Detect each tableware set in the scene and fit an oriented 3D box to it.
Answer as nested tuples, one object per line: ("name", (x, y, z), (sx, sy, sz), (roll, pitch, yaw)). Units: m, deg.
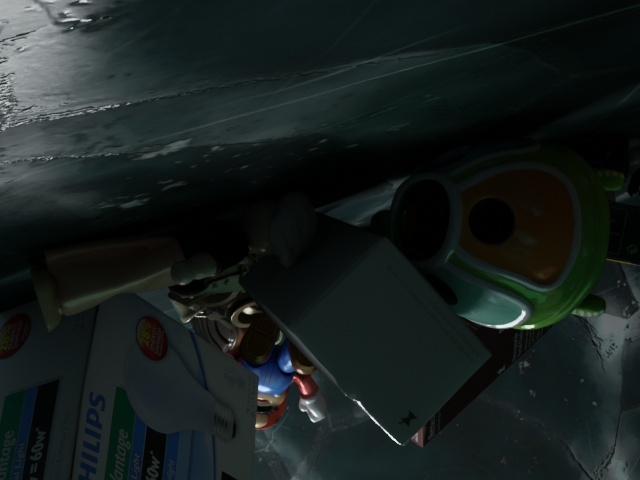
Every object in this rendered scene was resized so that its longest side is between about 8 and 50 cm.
("tableware set", (-0.136, 0.099, 1.813), (0.128, 0.039, 0.194), (-33, 146, 15))

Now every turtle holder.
("turtle holder", (0.196, -0.025, 1.409), (0.227, 0.243, 0.320), (6, -158, -31))

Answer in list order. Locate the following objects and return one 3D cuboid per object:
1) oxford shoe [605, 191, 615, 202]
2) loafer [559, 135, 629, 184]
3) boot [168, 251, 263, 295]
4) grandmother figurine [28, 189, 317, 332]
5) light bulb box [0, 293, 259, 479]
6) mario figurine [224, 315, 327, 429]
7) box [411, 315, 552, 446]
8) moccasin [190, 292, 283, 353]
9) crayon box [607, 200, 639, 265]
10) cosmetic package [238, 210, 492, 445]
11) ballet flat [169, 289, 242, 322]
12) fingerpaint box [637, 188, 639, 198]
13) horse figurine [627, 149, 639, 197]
("oxford shoe", (0.416, -0.030, 2.016), (0.129, 0.133, 0.364), (-15, 173, -10))
("loafer", (0.379, -0.103, 1.619), (0.220, 0.078, 0.080), (-10, 170, -39))
("boot", (-0.100, 0.030, 1.619), (0.213, 0.077, 0.165), (-22, 168, 37))
("grandmother figurine", (-0.164, 0.016, 1.336), (0.342, 0.104, 0.208), (-17, -160, -14))
("light bulb box", (-0.293, 0.301, 1.646), (0.225, 0.358, 0.361), (-21, 140, 29))
("mario figurine", (-0.089, 0.251, 1.926), (0.170, 0.198, 0.320), (-42, 169, -25))
("box", (0.263, 0.174, 2.069), (0.381, 0.143, 0.191), (-37, 144, -25))
("moccasin", (-0.160, 0.153, 2.145), (0.146, 0.139, 0.380), (-21, 171, -10))
("crayon box", (0.352, -0.029, 1.682), (0.203, 0.083, 0.323), (11, -178, 3))
("cosmetic package", (0.038, 0.093, 1.396), (0.155, 0.197, 0.365), (-44, -165, -6))
("ballet flat", (-0.129, 0.083, 1.906), (0.248, 0.086, 0.086), (-14, 172, -13))
("fingerpaint box", (0.776, -0.121, 1.787), (0.371, 0.163, 0.444), (-23, 180, 45))
("horse figurine", (0.569, -0.153, 1.672), (0.263, 0.066, 0.174), (-31, 172, 37))
